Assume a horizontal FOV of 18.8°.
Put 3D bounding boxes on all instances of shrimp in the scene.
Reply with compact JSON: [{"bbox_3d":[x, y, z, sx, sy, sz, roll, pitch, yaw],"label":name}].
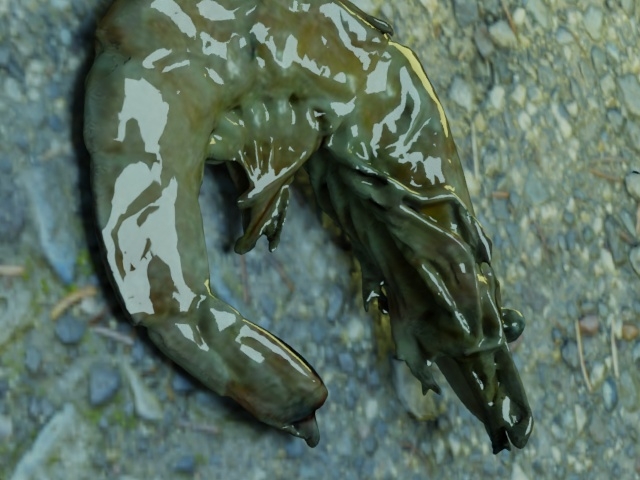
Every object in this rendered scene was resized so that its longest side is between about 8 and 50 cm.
[{"bbox_3d":[0.000,0.000,1.077,0.360,0.085,0.247,52,57,-19],"label":"shrimp"}]
